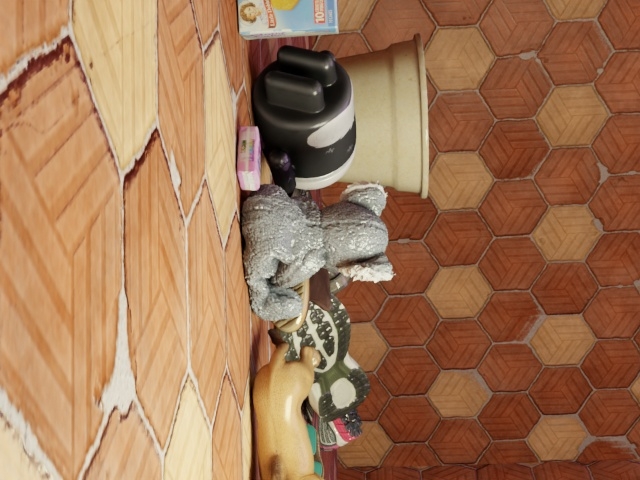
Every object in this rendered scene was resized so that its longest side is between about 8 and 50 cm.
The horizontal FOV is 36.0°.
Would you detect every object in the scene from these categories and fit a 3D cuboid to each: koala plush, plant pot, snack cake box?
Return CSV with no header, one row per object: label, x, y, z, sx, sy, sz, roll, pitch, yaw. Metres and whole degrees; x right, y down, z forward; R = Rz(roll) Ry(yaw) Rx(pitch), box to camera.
koala plush,0.000,0.000,1.485,0.203,0.221,0.196,82,7,-61
plant pot,0.057,-0.244,2.007,0.334,0.306,0.333,-3,90,-88
snack cake box,-0.054,-0.446,1.503,0.089,0.152,0.264,-63,150,-84

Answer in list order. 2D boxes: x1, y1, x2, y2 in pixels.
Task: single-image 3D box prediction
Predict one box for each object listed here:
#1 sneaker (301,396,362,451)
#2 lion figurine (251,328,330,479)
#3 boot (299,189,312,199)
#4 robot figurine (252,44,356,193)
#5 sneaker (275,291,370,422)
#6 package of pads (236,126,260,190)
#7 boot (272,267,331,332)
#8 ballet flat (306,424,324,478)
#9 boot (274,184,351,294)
sneaker,-0.011,0.330,2.224,0.121,0.112,0.299,33,30,-48
lion figurine,-0.047,0.299,1.452,0.240,0.142,0.392,52,19,-72
boot,-0.041,-0.066,2.397,0.198,0.077,0.137,-114,-167,-60
robot figurine,-0.028,-0.208,1.690,0.173,0.209,0.278,54,-14,28
sneaker,-0.034,0.203,1.988,0.182,0.158,0.410,42,-22,39
package of pads,-0.103,-0.118,1.424,0.050,0.032,0.083,88,1,-59
boot,-0.024,0.079,1.707,0.207,0.090,0.248,45,28,-50
ballet flat,-0.029,0.478,2.075,0.206,0.073,0.067,-84,179,-58
boot,-0.018,-0.029,1.962,0.229,0.091,0.263,59,9,-17
